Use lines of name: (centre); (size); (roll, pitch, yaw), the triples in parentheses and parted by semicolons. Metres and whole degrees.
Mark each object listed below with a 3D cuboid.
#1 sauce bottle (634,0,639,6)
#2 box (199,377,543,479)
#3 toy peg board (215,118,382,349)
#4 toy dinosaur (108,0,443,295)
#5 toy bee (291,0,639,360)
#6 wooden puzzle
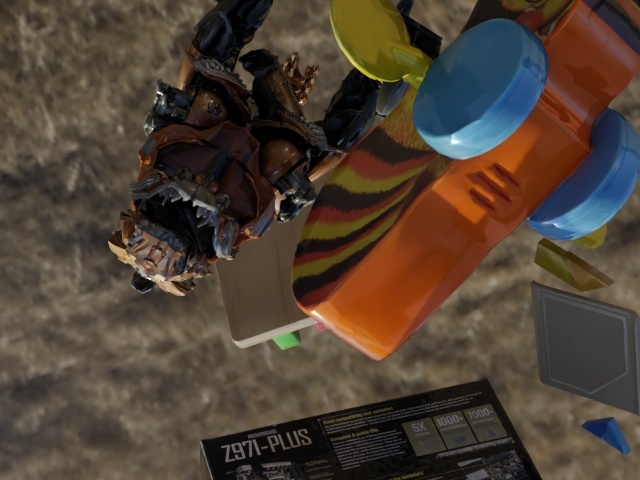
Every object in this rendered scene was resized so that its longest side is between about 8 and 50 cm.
sauce bottle: (0.314, -0.249, 1.251); (0.344, 0.111, 0.111); (-43, 159, -37)
box: (0.035, 0.170, 0.847); (0.180, 0.147, 0.077); (-11, 131, -13)
toy peg board: (0.000, 0.000, 1.214); (0.160, 0.161, 0.079); (-19, 152, 9)
toy dinosaur: (-0.048, -0.079, 0.936); (0.164, 0.322, 0.218); (26, 113, -22)
toy bee: (0.108, -0.076, 0.751); (0.298, 0.162, 0.195); (-23, 126, 9)
wooden puzzle: (0.146, 0.057, 0.816); (0.014, 0.078, 0.116); (-33, 134, -35)
